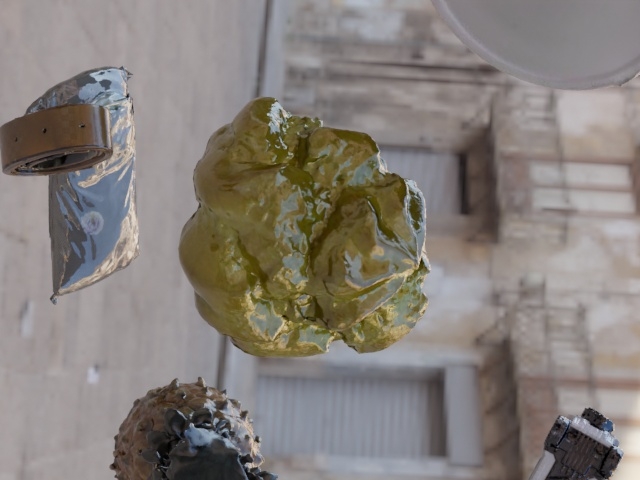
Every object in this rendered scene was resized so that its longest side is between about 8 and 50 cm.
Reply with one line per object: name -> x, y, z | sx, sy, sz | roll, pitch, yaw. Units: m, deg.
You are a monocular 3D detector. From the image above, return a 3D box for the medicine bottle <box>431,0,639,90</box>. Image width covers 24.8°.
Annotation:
medicine bottle -> 0.234, -0.294, 1.146 | 0.325, 0.256, 0.256 | -54, 158, -39

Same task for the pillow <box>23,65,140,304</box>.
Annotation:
pillow -> -0.250, -0.066, 1.637 | 0.169, 0.059, 0.255 | -33, 129, -53

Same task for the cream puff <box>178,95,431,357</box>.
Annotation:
cream puff -> -0.002, 0.005, 1.115 | 0.221, 0.194, 0.195 | 49, 37, -52

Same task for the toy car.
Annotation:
toy car -> 0.255, 0.255, 1.526 | 0.171, 0.080, 0.070 | -59, 167, -12

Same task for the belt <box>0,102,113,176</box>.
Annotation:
belt -> -0.169, -0.065, 0.942 | 0.059, 0.083, 0.036 | 5, 75, -54

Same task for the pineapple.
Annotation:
pineapple -> -0.123, 0.212, 1.374 | 0.278, 0.157, 0.158 | 161, -68, -81
